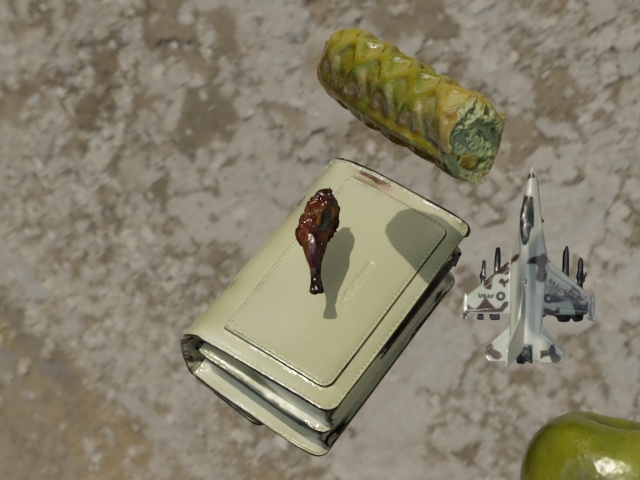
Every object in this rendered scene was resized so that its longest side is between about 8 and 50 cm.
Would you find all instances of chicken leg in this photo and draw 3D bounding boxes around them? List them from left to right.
[{"bbox_3d":[-0.003,-0.003,1.813,0.037,0.145,0.062,-13,136,34],"label":"chicken leg"}]

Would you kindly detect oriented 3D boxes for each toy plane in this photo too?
[{"bbox_3d":[0.235,0.040,1.617,0.160,0.234,0.082,-1,158,30],"label":"toy plane"}]

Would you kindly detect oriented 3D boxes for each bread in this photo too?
[{"bbox_3d":[0.088,-0.154,1.564,0.269,0.087,0.098,38,178,45],"label":"bread"}]

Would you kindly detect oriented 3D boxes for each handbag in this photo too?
[{"bbox_3d":[0.008,0.080,1.943,0.237,0.358,0.160,33,150,13],"label":"handbag"}]

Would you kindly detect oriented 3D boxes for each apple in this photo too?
[{"bbox_3d":[0.309,0.266,1.543,0.196,0.196,0.157,11,87,27],"label":"apple"}]
